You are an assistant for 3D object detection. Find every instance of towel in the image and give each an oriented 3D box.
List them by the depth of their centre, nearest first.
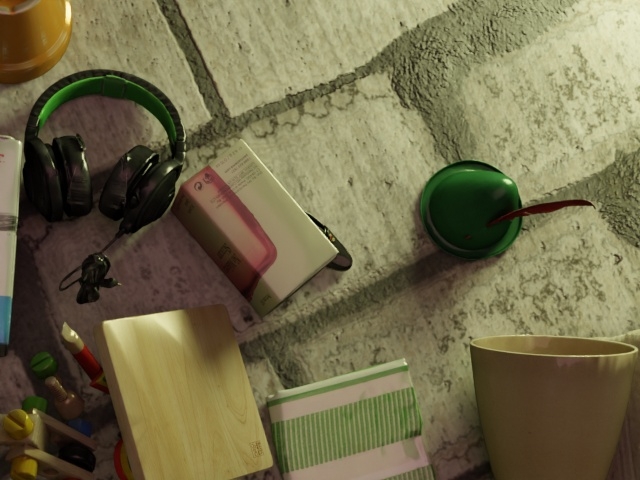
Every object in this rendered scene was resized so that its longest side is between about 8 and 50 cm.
[{"bbox_3d":[0.064,0.367,1.948,0.247,0.038,0.325,-13,82,-15],"label":"towel"},{"bbox_3d":[0.496,0.283,1.994,0.049,0.187,0.282,10,71,-41],"label":"towel"}]

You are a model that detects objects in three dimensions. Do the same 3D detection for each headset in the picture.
[{"bbox_3d":[-0.327,-0.095,1.885,0.243,0.185,0.394,8,64,-11],"label":"headset"}]

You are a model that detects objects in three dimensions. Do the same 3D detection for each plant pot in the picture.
[{"bbox_3d":[-0.477,-0.365,1.912,0.205,0.188,0.205,3,76,-13],"label":"plant pot"},{"bbox_3d":[0.356,0.296,1.945,0.256,0.256,0.274,0,93,-14],"label":"plant pot"}]

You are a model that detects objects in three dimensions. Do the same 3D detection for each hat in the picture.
[{"bbox_3d":[0.285,-0.075,2.029,0.208,0.183,0.173,-19,81,-17],"label":"hat"}]

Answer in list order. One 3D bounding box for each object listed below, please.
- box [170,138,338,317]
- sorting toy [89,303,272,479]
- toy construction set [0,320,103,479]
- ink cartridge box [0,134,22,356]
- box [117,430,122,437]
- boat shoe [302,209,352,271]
[{"bbox_3d":[-0.105,-0.015,1.939,0.127,0.148,0.232,-40,88,-19],"label":"box"},{"bbox_3d":[-0.216,0.238,1.826,0.255,0.089,0.257,-5,75,-52],"label":"sorting toy"},{"bbox_3d":[-0.436,0.236,1.718,0.257,0.237,0.309,15,57,30],"label":"toy construction set"},{"bbox_3d":[-0.557,0.005,1.834,0.223,0.129,0.307,4,76,-12],"label":"ink cartridge box"},{"bbox_3d":[-0.253,0.287,1.897,0.083,0.018,0.067,33,72,-4],"label":"box"},{"bbox_3d":[-0.001,0.001,2.018,0.133,0.042,0.049,40,69,-3],"label":"boat shoe"}]
